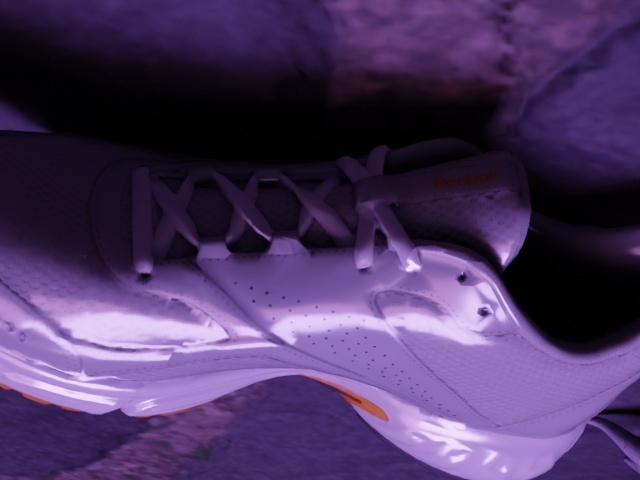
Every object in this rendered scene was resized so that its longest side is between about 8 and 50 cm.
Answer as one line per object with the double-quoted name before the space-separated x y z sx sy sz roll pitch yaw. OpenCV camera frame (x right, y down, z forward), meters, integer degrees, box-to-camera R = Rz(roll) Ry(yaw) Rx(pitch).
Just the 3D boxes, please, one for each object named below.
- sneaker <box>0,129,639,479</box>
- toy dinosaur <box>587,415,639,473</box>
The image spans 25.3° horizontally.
"sneaker" 0.000 0.000 0.454 0.263 0.099 0.121 13 145 -24
"toy dinosaur" 0.227 0.094 0.520 0.160 0.121 0.313 9 155 -14
